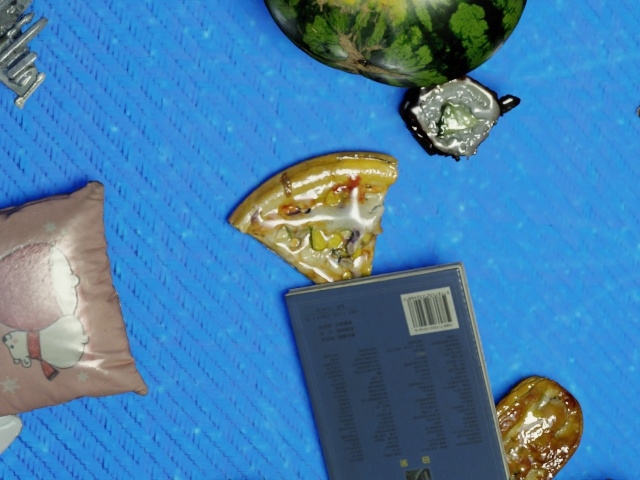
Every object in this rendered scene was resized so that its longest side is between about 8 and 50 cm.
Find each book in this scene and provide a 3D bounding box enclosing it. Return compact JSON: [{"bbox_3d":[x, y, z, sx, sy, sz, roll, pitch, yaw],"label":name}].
[{"bbox_3d":[0.084,0.164,1.780,0.190,0.025,0.269,-10,104,15],"label":"book"}]

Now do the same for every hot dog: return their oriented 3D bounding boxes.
[{"bbox_3d":[0.213,0.213,1.816,0.099,0.065,0.147,44,90,-4],"label":"hot dog"}]

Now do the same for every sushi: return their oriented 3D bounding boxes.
[{"bbox_3d":[0.136,-0.135,1.743,0.094,0.084,0.098,43,88,-7],"label":"sushi"}]

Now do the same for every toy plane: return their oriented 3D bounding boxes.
[{"bbox_3d":[-0.315,-0.239,1.678,0.192,0.088,0.262,38,90,17],"label":"toy plane"}]

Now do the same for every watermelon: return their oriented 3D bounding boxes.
[{"bbox_3d":[0.070,-0.276,1.630,0.269,0.269,0.269,-1,99,-6],"label":"watermelon"}]

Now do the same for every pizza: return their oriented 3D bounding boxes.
[{"bbox_3d":[0.000,0.000,1.774,0.184,0.036,0.176,-10,100,-4],"label":"pizza"}]

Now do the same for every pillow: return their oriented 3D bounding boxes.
[{"bbox_3d":[-0.304,0.069,1.728,0.223,0.084,0.236,-14,103,-6],"label":"pillow"}]

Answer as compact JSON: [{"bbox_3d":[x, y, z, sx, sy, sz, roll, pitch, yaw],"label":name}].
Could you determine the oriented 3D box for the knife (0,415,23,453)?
[{"bbox_3d":[-0.467,0.253,1.764,0.336,0.043,0.081,-14,106,-6],"label":"knife"}]

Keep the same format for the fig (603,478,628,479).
[{"bbox_3d":[0.291,0.404,1.757,0.316,0.316,0.316,-1,99,-6],"label":"fig"}]

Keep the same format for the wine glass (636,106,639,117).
[{"bbox_3d":[0.376,-0.124,1.791,0.083,0.039,0.042,33,124,-12],"label":"wine glass"}]
